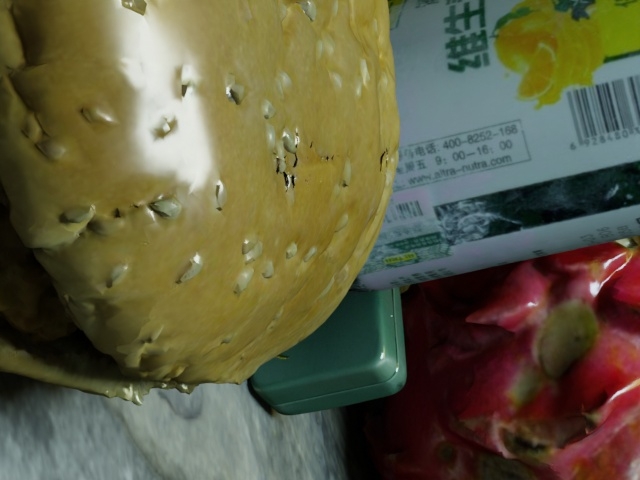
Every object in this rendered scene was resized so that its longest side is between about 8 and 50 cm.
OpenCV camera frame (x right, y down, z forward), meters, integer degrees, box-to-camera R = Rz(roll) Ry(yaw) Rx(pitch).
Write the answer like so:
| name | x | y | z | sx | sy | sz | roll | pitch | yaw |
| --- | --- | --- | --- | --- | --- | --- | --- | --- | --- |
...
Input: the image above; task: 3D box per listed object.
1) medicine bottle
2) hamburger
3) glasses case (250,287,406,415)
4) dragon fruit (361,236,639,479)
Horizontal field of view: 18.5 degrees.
| name | x | y | z | sx | sy | sz | roll | pitch | yaw |
| --- | --- | --- | --- | --- | --- | --- | --- | --- | --- |
| medicine bottle | 0.071 | -0.055 | 0.957 | 0.141 | 0.293 | 0.141 | -13 | 90 | -73 |
| hamburger | -0.063 | -0.070 | 0.754 | 0.283 | 0.144 | 0.260 | -11 | 89 | -71 |
| glasses case | 0.000 | 0.000 | 1.064 | 0.039 | 0.077 | 0.184 | 52 | 29 | -56 |
| dragon fruit | 0.190 | 0.064 | 1.192 | 0.386 | 0.371 | 0.249 | -34 | 107 | -39 |
